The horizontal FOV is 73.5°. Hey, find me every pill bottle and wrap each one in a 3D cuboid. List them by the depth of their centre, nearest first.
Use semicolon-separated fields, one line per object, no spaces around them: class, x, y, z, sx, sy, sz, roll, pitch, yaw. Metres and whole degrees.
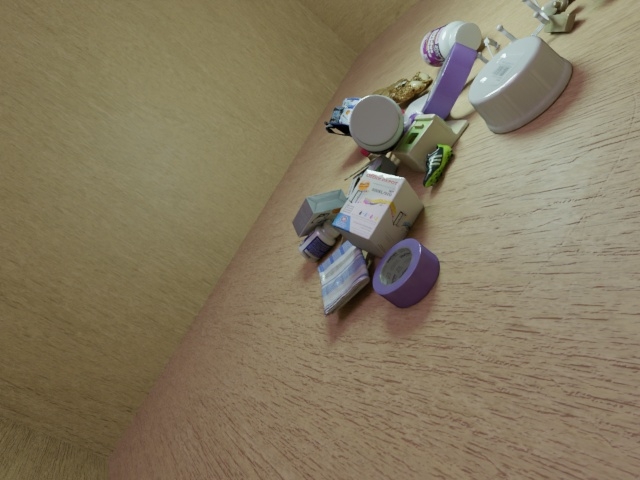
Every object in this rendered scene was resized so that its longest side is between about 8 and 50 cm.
pill bottle;0.220;-0.441;1.653;0.204;0.204;0.361;-50;-4;14
pill bottle;0.000;0.000;1.892;0.186;0.112;0.112;-46;21;22
pill bottle;0.583;-0.880;1.920;0.169;0.169;0.301;-53;19;5

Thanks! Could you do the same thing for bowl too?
bowl;0.436;-0.572;1.924;0.142;0.053;0.142;-14;43;62

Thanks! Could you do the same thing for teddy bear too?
teddy bear;0.403;-0.738;2.161;0.338;0.113;0.245;-19;31;32

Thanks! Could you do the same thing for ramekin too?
ramekin;0.587;-0.476;1.298;0.277;0.135;0.277;-45;22;23

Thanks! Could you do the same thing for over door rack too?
over door rack;0.672;-0.752;1.530;0.239;0.108;0.324;-53;15;46

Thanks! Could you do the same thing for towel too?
towel;0.074;0.115;1.510;0.209;0.034;0.285;-44;25;20

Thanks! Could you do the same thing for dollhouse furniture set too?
dollhouse furniture set;0.820;-0.735;1.350;0.144;0.123;0.151;-103;17;-65

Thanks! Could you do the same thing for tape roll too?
tape roll;0.243;0.093;1.231;0.189;0.080;0.189;-46;20;22
tape roll;0.491;-0.604;1.645;0.275;0.090;0.274;23;-90;-87

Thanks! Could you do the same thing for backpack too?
backpack;0.208;-0.614;2.227;0.263;0.277;0.213;39;112;55

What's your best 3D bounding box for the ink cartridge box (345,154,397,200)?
ink cartridge box;0.217;-0.247;1.838;0.208;0.087;0.153;-34;28;46

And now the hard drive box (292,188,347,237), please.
hard drive box;-0.003;-0.118;1.902;0.181;0.089;0.232;-16;-18;-26

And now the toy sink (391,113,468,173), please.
toy sink;0.397;-0.380;1.579;0.234;0.131;0.153;-53;20;4

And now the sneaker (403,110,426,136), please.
sneaker;0.383;-0.465;1.825;0.104;0.095;0.236;-65;16;-15

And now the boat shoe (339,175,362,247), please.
boat shoe;0.133;-0.102;1.690;0.123;0.120;0.323;9;77;67

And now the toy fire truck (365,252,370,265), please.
toy fire truck;0.137;0.084;1.536;0.135;0.047;0.192;-33;29;42

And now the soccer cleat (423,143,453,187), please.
soccer cleat;0.388;-0.257;1.476;0.072;0.060;0.178;25;71;28

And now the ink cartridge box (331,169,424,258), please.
ink cartridge box;0.193;-0.086;1.427;0.171;0.168;0.232;24;78;42

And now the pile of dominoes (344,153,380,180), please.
pile of dominoes;0.211;-0.367;1.981;0.251;0.040;0.196;-39;7;-34

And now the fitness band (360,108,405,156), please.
fitness band;0.286;-0.501;1.973;0.290;0.054;0.209;-50;-1;-30

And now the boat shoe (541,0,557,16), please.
boat shoe;0.814;-0.811;1.469;0.043;0.049;0.137;-12;-24;-49
